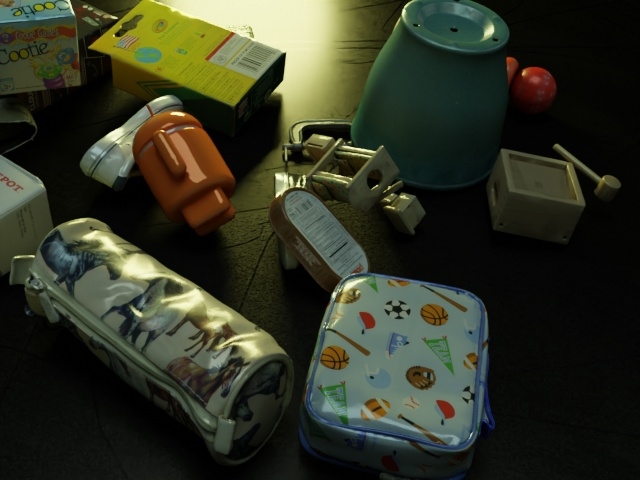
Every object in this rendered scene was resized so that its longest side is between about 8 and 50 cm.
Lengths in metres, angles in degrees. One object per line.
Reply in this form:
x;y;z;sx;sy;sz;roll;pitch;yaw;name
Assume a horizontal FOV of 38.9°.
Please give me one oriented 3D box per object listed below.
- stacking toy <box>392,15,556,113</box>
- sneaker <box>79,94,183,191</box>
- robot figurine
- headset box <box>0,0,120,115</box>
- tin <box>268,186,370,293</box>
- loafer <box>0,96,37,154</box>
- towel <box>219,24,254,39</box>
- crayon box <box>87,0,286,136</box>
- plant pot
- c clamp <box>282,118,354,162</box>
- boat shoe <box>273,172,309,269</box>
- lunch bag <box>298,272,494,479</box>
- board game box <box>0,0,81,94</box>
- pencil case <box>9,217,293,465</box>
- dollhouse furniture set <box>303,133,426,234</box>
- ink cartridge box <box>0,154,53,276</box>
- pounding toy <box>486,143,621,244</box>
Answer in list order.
0.299;-0.337;1.762;0.330;0.141;0.141;21;45;12;stacking toy
-0.307;-0.163;1.572;0.091;0.094;0.258;42;46;-2;sneaker
-0.221;-0.115;1.458;0.158;0.128;0.219;-12;65;-51;robot figurine
-0.562;-0.360;1.734;0.218;0.110;0.293;29;48;23;headset box
0.000;0.000;1.371;0.189;0.040;0.106;49;42;1;tin
-0.594;-0.172;1.542;0.087;0.094;0.251;31;49;32;loafer
-0.206;-0.409;1.874;0.148;0.027;0.110;-8;43;-11;towel
-0.251;-0.336;1.727;0.318;0.081;0.202;25;50;13;crayon box
0.204;-0.270;1.567;0.272;0.255;0.271;5;42;-5;plant pot
0.006;-0.181;1.649;0.161;0.022;0.137;-5;38;-7;c clamp
-0.036;-0.039;1.448;0.070;0.078;0.219;-2;41;-4;boat shoe
0.108;0.182;1.197;0.243;0.115;0.303;11;43;5;lunch bag
-0.522;-0.399;1.595;0.144;0.142;0.275;-11;47;-19;board game box
-0.218;0.127;1.194;0.410;0.160;0.183;31;33;27;pencil case
0.051;-0.073;1.486;0.101;0.161;0.182;-49;36;-17;dollhouse furniture set
-0.576;-0.012;1.349;0.211;0.121;0.289;30;49;26;ink cartridge box
0.389;-0.078;1.516;0.206;0.094;0.181;11;38;-5;pounding toy
